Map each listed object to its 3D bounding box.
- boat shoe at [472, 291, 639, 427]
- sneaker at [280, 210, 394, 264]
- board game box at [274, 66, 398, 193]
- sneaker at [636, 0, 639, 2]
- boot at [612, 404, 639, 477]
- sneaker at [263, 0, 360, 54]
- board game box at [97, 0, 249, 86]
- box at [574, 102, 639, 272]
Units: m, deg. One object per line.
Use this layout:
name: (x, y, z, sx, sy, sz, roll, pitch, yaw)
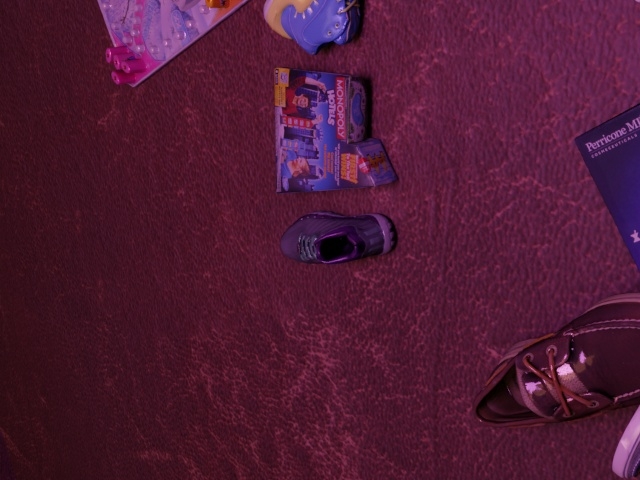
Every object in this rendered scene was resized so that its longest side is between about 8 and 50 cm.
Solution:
boat shoe: (0.279, 0.157, 0.873, 0.123, 0.123, 0.342, 58, 154, 4)
sneaker: (0.000, 0.000, 1.169, 0.223, 0.098, 0.083, -9, 98, 44)
board game box: (0.021, -0.148, 1.126, 0.194, 0.060, 0.194, 17, 115, 38)
sneaker: (0.363, -0.247, 0.782, 0.134, 0.051, 0.070, 59, 151, -1)
boot: (0.406, 0.215, 0.880, 0.086, 0.069, 0.190, 34, 123, 34)
sneaker: (0.030, -0.347, 1.048, 0.126, 0.091, 0.240, 47, 133, -4)
board game box: (-0.307, -0.511, 1.317, 0.390, 0.050, 0.390, -20, 91, 45)
box: (0.384, -0.054, 0.783, 0.153, 0.108, 0.207, -31, 82, 45)
